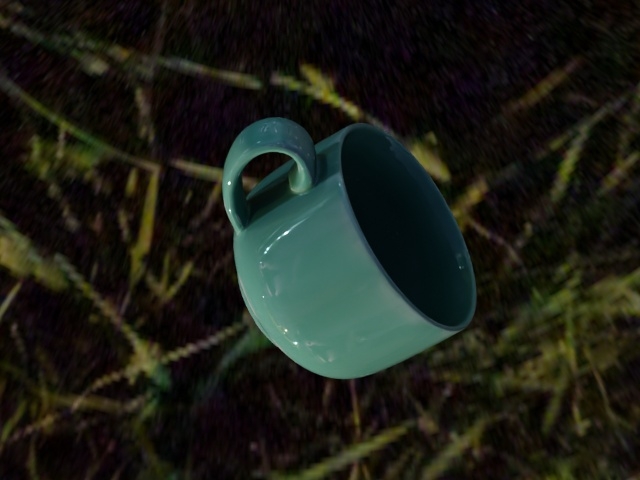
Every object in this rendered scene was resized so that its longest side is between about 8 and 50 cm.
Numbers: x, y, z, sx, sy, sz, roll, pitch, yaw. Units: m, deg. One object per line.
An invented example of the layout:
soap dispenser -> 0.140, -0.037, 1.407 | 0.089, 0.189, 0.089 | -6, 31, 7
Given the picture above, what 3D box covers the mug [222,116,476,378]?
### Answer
mug -> 0.005, 0.001, 0.989 | 0.097, 0.129, 0.157 | -30, 93, 26
